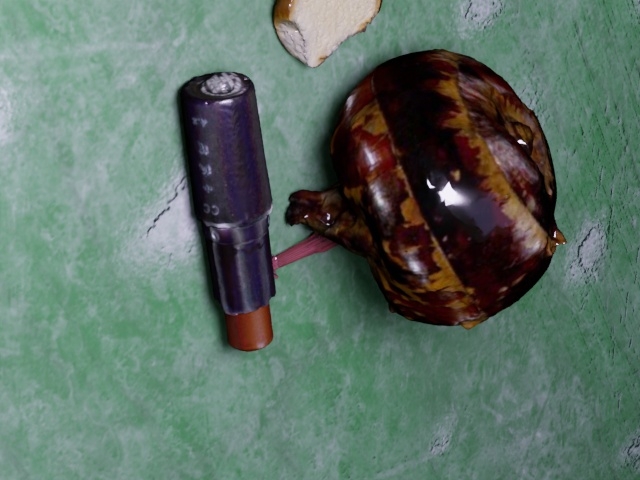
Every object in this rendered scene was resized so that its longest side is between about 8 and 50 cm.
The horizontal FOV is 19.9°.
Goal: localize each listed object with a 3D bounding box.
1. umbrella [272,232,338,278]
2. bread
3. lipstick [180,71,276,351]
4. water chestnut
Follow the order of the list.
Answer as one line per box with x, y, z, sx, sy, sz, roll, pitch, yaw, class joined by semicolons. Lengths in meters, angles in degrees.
0.000;0.000;1.952;0.165;0.025;0.027;-25;144;-32;umbrella
0.005;-0.245;1.832;0.129;0.044;0.126;-46;142;-24;bread
-0.085;-0.024;1.813;0.081;0.081;0.300;-29;126;-33;lipstick
0.103;-0.045;1.880;0.300;0.300;0.300;-21;123;-38;water chestnut
